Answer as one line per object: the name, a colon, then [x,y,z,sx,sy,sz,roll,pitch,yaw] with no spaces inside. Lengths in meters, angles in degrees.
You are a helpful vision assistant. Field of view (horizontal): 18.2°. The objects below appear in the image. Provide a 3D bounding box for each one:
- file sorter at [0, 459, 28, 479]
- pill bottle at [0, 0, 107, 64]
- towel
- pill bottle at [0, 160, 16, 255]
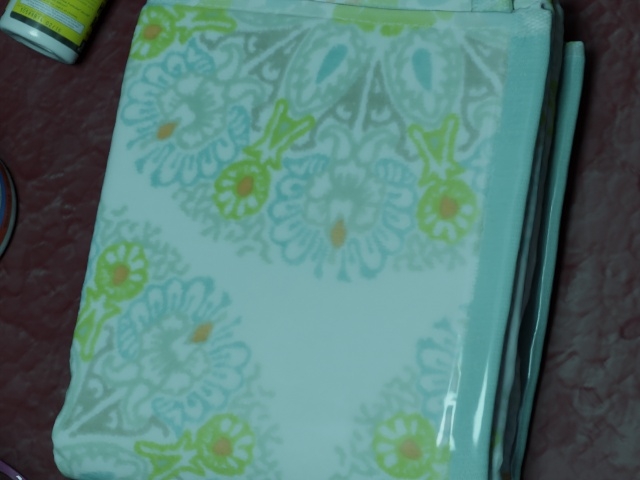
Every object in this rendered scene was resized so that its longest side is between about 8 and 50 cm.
file sorter: [-0.275,0.295,1.324,0.202,0.182,0.291,39,90,25]
pill bottle: [-0.186,-0.195,1.487,0.065,0.065,0.116,25,86,24]
towel: [0.000,0.000,1.359,0.320,0.090,0.374,5,78,24]
pill bottle: [-0.317,-0.044,1.408,0.124,0.221,0.124,-5,74,18]
